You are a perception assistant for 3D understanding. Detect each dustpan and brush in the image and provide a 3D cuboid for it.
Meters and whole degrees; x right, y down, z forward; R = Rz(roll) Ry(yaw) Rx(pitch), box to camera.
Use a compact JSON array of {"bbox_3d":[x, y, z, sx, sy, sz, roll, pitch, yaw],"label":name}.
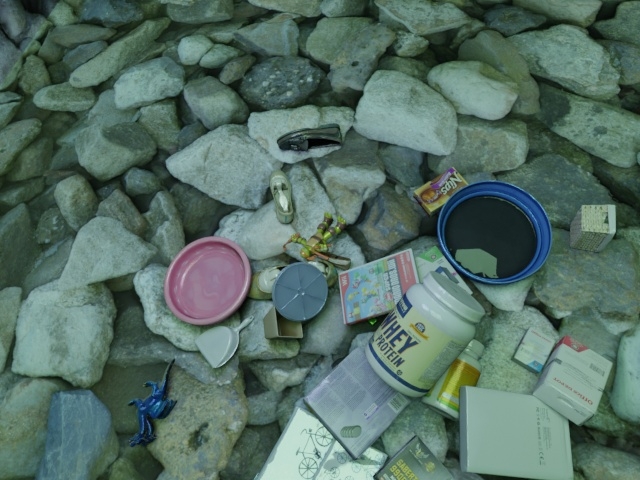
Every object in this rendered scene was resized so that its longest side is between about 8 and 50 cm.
[{"bbox_3d":[-0.323,0.335,1.732,0.211,0.060,0.147,-45,57,-6],"label":"dustpan and brush"}]

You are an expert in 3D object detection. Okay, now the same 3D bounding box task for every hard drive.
[{"bbox_3d":[0.578,0.573,1.456,0.353,0.047,0.233,12,67,-14],"label":"hard drive"}]

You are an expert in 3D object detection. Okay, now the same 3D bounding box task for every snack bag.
[{"bbox_3d":[-0.012,0.728,1.532,0.342,0.037,0.323,27,73,17],"label":"snack bag"}]

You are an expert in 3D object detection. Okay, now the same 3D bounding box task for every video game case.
[{"bbox_3d":[0.201,0.160,1.685,0.285,0.025,0.204,-21,53,21],"label":"video game case"}]

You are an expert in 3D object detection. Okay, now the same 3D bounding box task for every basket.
[{"bbox_3d":[0.932,-0.043,1.690,0.103,0.167,0.113,7,68,14],"label":"basket"}]

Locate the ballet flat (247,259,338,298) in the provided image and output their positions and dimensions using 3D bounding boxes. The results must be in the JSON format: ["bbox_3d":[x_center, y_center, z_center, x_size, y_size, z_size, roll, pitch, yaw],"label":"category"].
[{"bbox_3d":[-0.112,0.131,1.757,0.348,0.123,0.123,-8,66,3],"label":"ballet flat"}]

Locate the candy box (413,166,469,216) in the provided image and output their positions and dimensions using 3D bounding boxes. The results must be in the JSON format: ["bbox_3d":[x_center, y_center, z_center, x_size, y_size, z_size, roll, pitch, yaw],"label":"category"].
[{"bbox_3d":[0.460,-0.184,1.863,0.186,0.053,0.109,-32,68,-6],"label":"candy box"}]

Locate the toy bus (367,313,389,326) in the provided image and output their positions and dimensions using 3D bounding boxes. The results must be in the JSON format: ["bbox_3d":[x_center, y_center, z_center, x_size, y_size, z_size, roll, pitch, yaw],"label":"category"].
[{"bbox_3d":[0.268,0.272,1.659,0.191,0.104,0.202,-24,66,-4],"label":"toy bus"}]

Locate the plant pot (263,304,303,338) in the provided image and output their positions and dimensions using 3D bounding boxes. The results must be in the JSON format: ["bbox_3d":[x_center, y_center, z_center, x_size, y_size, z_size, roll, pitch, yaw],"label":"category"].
[{"bbox_3d":[-0.137,0.292,1.689,0.096,0.109,0.109,-31,58,40],"label":"plant pot"}]

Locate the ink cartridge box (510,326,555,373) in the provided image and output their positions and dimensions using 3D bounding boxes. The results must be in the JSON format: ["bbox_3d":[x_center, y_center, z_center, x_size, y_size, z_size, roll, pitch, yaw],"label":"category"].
[{"bbox_3d":[0.693,0.358,1.604,0.088,0.052,0.122,31,75,17],"label":"ink cartridge box"}]

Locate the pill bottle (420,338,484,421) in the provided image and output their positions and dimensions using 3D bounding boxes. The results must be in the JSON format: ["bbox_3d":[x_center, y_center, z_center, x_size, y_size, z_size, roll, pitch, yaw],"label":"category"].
[{"bbox_3d":[0.427,0.429,1.556,0.136,0.136,0.246,24,72,16],"label":"pill bottle"}]

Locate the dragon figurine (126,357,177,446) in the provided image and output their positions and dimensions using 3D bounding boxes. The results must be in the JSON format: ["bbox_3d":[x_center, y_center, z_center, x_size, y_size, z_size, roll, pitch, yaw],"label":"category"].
[{"bbox_3d":[-0.541,0.545,1.642,0.144,0.085,0.289,36,76,19],"label":"dragon figurine"}]

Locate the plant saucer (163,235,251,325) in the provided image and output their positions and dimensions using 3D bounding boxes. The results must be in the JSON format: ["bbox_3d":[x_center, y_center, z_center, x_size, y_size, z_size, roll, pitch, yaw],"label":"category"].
[{"bbox_3d":[-0.400,0.151,1.783,0.332,0.084,0.332,-5,67,11],"label":"plant saucer"}]

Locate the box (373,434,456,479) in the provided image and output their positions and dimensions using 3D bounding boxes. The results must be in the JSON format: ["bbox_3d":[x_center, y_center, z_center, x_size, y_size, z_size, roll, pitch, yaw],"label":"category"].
[{"bbox_3d":[0.300,0.736,1.465,0.183,0.056,0.231,-38,74,-13],"label":"box"}]

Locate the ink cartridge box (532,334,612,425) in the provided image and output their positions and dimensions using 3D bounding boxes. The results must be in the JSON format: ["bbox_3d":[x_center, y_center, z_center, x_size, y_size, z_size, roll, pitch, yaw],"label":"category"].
[{"bbox_3d":[0.773,0.425,1.506,0.158,0.092,0.218,34,50,19],"label":"ink cartridge box"}]

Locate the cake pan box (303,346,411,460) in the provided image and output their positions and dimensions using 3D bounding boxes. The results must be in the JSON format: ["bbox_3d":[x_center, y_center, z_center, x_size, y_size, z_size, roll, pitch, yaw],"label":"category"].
[{"bbox_3d":[0.119,0.512,1.572,0.267,0.070,0.246,-40,70,-22],"label":"cake pan box"}]

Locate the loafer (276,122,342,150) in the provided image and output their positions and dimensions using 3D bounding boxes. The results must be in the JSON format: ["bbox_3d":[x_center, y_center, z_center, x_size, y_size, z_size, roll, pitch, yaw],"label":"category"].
[{"bbox_3d":[-0.042,-0.406,1.996,0.267,0.096,0.084,-14,72,-2],"label":"loafer"}]

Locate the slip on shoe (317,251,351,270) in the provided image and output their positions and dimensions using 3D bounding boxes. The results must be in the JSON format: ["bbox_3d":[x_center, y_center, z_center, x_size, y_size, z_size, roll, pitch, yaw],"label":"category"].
[{"bbox_3d":[0.048,0.074,1.804,0.135,0.041,0.051,13,24,21],"label":"slip on shoe"}]

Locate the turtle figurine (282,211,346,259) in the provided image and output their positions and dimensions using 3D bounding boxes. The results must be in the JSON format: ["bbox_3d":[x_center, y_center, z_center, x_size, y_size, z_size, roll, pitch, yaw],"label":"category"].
[{"bbox_3d":[0.000,0.000,1.798,0.217,0.087,0.269,-46,32,-21],"label":"turtle figurine"}]

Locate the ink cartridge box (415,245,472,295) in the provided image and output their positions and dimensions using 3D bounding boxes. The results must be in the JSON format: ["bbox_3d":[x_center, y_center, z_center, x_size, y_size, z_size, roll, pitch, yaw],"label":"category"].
[{"bbox_3d":[0.397,0.151,1.704,0.154,0.093,0.212,-30,68,-7],"label":"ink cartridge box"}]

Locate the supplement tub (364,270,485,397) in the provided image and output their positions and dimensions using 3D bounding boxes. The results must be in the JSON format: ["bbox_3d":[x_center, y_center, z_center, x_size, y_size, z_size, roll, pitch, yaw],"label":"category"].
[{"bbox_3d":[0.312,0.278,1.477,0.235,0.235,0.325,40,106,20],"label":"supplement tub"}]

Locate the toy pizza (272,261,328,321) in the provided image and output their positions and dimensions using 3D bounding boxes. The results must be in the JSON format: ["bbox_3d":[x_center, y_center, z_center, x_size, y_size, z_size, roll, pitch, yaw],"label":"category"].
[{"bbox_3d":[-0.071,0.174,1.676,0.201,0.032,0.201,0,91,-21],"label":"toy pizza"}]

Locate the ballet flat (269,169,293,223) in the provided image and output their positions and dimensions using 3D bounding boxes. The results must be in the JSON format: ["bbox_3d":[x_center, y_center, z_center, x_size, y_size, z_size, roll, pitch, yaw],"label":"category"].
[{"bbox_3d":[-0.152,-0.186,1.917,0.086,0.086,0.248,-15,66,0],"label":"ballet flat"}]

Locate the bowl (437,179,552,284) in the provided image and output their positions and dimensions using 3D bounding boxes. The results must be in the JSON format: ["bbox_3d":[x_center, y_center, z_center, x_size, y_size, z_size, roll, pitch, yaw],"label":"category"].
[{"bbox_3d":[0.614,-0.025,1.755,0.391,0.077,0.391,-2,69,4],"label":"bowl"}]
